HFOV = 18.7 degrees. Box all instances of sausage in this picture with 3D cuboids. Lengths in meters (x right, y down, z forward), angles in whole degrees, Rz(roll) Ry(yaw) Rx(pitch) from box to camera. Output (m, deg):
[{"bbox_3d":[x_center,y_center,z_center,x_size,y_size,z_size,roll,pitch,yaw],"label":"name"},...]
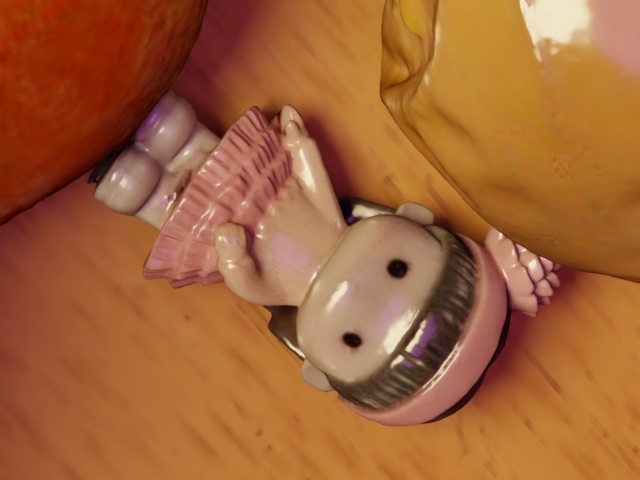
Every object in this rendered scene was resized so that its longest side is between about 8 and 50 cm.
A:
[{"bbox_3d":[0.133,-0.040,0.513,0.241,0.136,0.120,10,94,-13],"label":"sausage"}]

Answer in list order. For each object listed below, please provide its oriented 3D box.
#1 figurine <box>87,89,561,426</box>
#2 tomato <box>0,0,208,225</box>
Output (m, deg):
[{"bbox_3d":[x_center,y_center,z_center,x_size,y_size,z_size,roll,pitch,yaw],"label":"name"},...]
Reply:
[{"bbox_3d":[0.000,0.000,0.547,0.129,0.054,0.072,33,81,-4],"label":"figurine"},{"bbox_3d":[-0.140,-0.098,0.468,0.236,0.095,0.237,0,89,-3],"label":"tomato"}]
